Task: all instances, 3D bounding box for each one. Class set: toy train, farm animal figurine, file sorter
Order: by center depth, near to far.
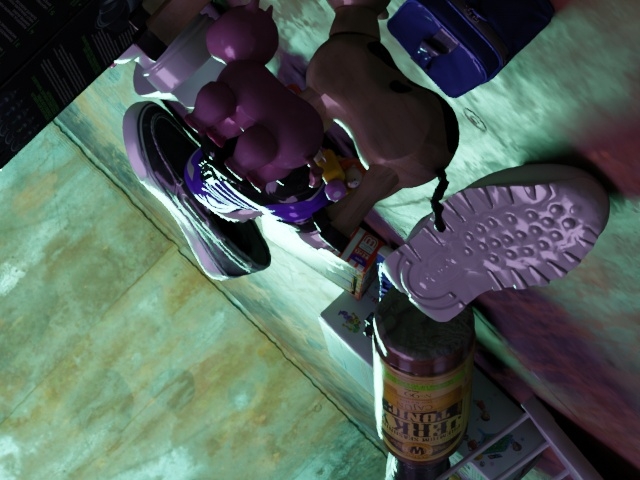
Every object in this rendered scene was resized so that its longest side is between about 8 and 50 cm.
[{"bbox_3d":[-0.055,-0.182,0.957,0.330,0.172,0.327,41,-173,-35],"label":"farm animal figurine"},{"bbox_3d":[0.011,-0.089,1.439,0.125,0.046,0.166,64,-174,18],"label":"toy train"},{"bbox_3d":[0.273,0.355,1.746,0.277,0.173,0.193,52,-179,-41],"label":"file sorter"}]

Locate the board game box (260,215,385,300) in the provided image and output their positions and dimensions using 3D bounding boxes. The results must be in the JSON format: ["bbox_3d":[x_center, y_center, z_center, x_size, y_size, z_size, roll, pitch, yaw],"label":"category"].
[{"bbox_3d":[0.000,0.000,1.799,0.147,0.045,0.193,34,170,5],"label":"board game box"}]

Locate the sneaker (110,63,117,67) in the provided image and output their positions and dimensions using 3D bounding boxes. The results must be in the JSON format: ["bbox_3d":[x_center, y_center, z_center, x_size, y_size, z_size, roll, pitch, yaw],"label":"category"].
[{"bbox_3d":[-0.249,-0.240,1.879,0.047,0.057,0.119,46,170,3],"label":"sneaker"}]

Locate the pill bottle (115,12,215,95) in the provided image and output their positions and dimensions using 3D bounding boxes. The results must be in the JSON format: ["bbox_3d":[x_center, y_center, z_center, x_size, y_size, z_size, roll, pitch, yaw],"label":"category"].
[{"bbox_3d":[-0.178,-0.228,1.417,0.186,0.112,0.112,47,171,-13],"label":"pill bottle"}]

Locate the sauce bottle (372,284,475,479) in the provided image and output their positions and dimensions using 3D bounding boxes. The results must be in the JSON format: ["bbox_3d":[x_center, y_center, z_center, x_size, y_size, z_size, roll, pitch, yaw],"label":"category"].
[{"bbox_3d":[0.115,0.178,1.709,0.111,0.111,0.344,40,156,29],"label":"sauce bottle"}]

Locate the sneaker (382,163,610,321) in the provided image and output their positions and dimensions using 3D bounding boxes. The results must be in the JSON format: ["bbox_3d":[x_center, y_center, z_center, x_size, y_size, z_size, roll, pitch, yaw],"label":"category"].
[{"bbox_3d":[0.131,-0.017,1.094,0.090,0.095,0.235,51,151,-8],"label":"sneaker"}]

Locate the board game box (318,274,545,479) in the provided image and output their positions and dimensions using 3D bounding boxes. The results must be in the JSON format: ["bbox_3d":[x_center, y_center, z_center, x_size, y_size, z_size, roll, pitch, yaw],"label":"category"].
[{"bbox_3d":[0.142,0.192,1.959,0.303,0.097,0.224,44,172,14],"label":"board game box"}]

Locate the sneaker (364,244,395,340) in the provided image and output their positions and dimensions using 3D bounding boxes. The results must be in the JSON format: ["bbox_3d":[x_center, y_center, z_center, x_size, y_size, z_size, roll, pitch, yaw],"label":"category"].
[{"bbox_3d":[0.081,0.074,1.717,0.058,0.084,0.152,38,169,37],"label":"sneaker"}]

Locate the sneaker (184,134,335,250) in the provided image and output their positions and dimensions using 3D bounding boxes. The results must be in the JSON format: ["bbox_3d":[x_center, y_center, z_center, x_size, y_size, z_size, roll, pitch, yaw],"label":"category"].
[{"bbox_3d":[-0.079,-0.088,1.630,0.146,0.102,0.293,42,166,-33],"label":"sneaker"}]

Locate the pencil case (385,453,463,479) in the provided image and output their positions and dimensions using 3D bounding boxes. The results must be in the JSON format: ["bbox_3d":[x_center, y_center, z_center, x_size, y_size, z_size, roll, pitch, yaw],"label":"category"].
[{"bbox_3d":[0.153,0.320,2.155,0.113,0.124,0.273,62,-169,-12],"label":"pencil case"}]

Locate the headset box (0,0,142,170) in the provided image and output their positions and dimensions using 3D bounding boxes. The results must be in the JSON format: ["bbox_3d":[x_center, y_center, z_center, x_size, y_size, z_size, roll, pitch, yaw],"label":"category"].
[{"bbox_3d":[-0.267,-0.233,1.244,0.246,0.283,0.131,42,171,11],"label":"headset box"}]

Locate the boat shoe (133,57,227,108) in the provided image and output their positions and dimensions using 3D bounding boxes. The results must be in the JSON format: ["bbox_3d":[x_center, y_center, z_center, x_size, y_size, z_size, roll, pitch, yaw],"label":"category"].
[{"bbox_3d":[-0.120,-0.171,1.588,0.070,0.077,0.219,12,-178,-29],"label":"boat shoe"}]

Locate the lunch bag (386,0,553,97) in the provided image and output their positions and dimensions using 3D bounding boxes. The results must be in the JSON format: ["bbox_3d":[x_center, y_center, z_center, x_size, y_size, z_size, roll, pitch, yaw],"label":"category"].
[{"bbox_3d":[0.081,-0.121,0.870,0.067,0.065,0.098,45,172,-2],"label":"lunch bag"}]

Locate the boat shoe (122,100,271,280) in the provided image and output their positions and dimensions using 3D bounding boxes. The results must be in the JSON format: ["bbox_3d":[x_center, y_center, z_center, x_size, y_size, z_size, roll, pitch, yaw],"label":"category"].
[{"bbox_3d":[-0.167,-0.072,2.171,0.102,0.108,0.301,-10,118,40],"label":"boat shoe"}]
